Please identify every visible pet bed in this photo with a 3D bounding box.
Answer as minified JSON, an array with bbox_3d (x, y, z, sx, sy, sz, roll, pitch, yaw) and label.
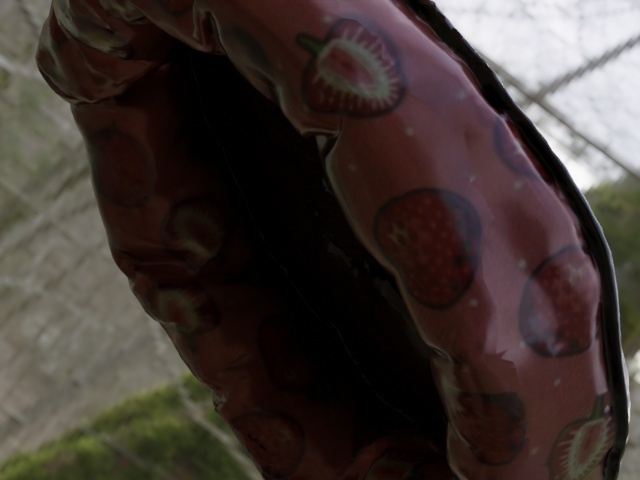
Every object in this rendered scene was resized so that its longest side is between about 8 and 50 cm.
[{"bbox_3d":[0.000,0.000,0.461,0.201,0.053,0.201,44,-26,28],"label":"pet bed"}]
